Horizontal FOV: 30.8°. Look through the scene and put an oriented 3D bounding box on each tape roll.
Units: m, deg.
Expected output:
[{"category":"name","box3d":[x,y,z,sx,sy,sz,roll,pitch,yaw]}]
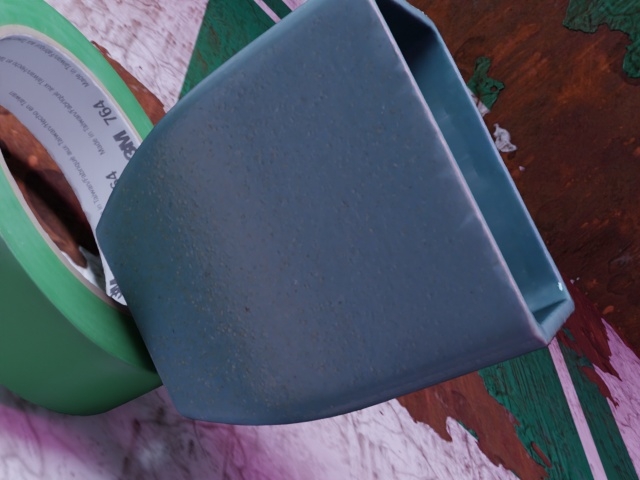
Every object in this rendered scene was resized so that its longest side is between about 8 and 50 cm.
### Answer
[{"category":"tape roll","box3d":[-0.195,-0.034,0.844,0.321,0.077,0.321,55,18,-28]}]

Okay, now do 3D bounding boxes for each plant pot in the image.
[{"category":"plant pot","box3d":[0.000,0.000,0.801,0.247,0.252,0.247,64,15,5]}]
